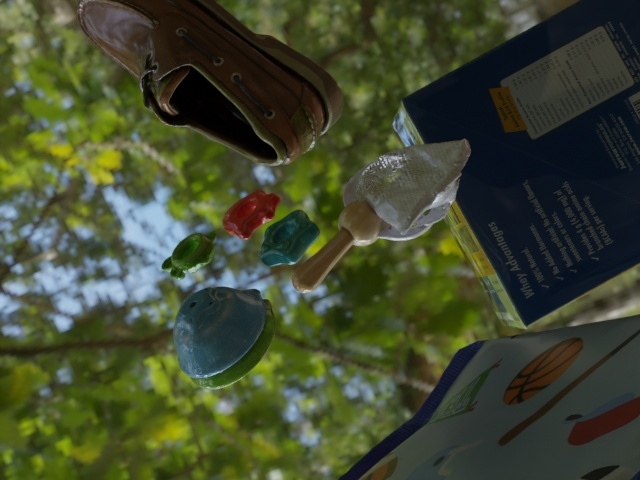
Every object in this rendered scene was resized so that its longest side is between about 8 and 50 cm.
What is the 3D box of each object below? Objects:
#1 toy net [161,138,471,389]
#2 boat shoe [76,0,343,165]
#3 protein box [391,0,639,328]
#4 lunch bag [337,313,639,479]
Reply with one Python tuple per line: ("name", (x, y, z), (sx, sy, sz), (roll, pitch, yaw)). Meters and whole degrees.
("toy net", (0.000, 0.000, 0.927), (0.045, 0.232, 0.122), (50, -159, -31))
("boat shoe", (-0.131, -0.172, 1.443), (0.104, 0.307, 0.111), (-48, -27, -34))
("protein box", (0.192, -0.064, 1.165), (0.200, 0.201, 0.136), (61, 179, 2))
("lunch bag", (0.200, 0.245, 0.744), (0.385, 0.239, 0.328), (51, 160, -9))
